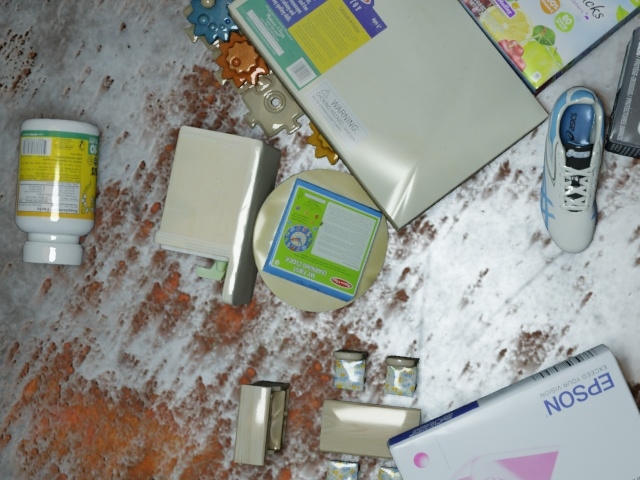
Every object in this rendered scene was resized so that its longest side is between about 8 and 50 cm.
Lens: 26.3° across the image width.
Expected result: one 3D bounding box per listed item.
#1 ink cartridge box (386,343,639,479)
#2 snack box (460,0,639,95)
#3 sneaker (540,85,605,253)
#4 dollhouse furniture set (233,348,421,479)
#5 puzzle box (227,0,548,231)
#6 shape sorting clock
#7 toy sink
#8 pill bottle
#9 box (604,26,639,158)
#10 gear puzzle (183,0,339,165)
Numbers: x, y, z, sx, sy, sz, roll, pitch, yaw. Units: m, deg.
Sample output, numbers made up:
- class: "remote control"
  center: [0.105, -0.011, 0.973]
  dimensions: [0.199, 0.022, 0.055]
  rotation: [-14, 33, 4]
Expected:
- class: "ink cartridge box"
  center: [0.301, 0.352, 1.822]
  dimensions: [0.324, 0.071, 0.330]
  rotation: [-25, 92, 2]
- class: "snack box"
  center: [0.330, -0.338, 1.935]
  dimensions: [0.207, 0.070, 0.174]
  rotation: [-40, 83, 4]
- class: "sneaker"
  center: [0.352, -0.097, 1.910]
  dimensions: [0.085, 0.086, 0.237]
  rotation: [2, 99, 7]
- class: "dollhouse furniture set"
  center: [0.016, 0.262, 1.917]
  dimensions: [0.242, 0.161, 0.212]
  rotation: [5, 89, 9]
- class: "puzzle box"
  center: [0.094, -0.252, 1.953]
  dimensions: [0.272, 0.052, 0.409]
  rotation: [-36, 83, -5]
- class: "shape sorting clock"
  center: [0.000, 0.000, 1.954]
  dimensions: [0.206, 0.040, 0.206]
  rotation: [-1, 93, -23]
- class: "toy sink"
  center: [-0.152, -0.035, 1.958]
  dimensions: [0.131, 0.153, 0.234]
  rotation: [11, 91, 9]
- class: "pill bottle"
  center: [-0.388, -0.069, 2.012]
  dimensions: [0.117, 0.117, 0.208]
  rotation: [3, 88, 9]
- class: "box"
  center: [0.538, -0.177, 1.860]
  dimensions: [0.270, 0.143, 0.165]
  rotation: [12, 91, 8]
- class: "gear puzzle"
  center: [-0.058, -0.250, 2.003]
  dimensions: [0.175, 0.044, 0.339]
  rotation: [-35, 84, 6]
